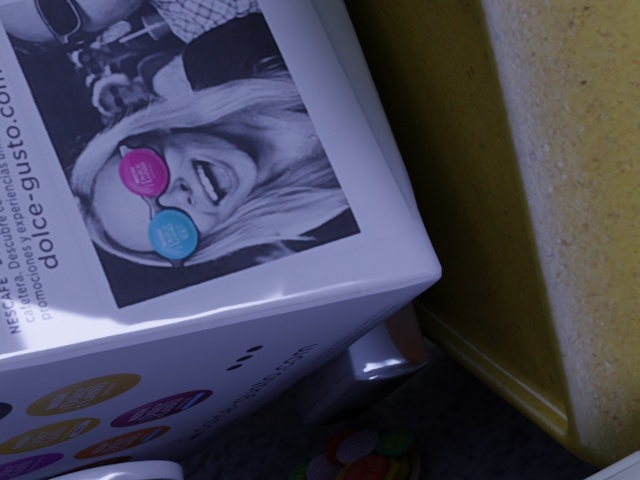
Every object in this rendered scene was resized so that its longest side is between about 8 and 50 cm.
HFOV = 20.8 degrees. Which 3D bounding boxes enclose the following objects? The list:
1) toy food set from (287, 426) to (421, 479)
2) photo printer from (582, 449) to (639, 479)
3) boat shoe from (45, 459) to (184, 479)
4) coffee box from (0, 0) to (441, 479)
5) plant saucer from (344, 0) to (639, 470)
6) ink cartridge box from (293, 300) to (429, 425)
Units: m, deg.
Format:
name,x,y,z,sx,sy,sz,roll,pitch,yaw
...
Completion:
name,x,y,z,sx,sy,sz,roll,pitch,yaw
toy food set,0.014,0.128,0.909,0.083,0.020,0.082,-10,31,35
photo printer,0.200,0.160,0.551,0.256,0.107,0.307,-28,26,7
boat shoe,-0.200,0.207,0.906,0.305,0.109,0.091,-22,64,-12
coffee box,-0.204,-0.051,0.850,0.334,0.338,0.337,-11,-16,-28
plant saucer,0.076,-0.054,0.805,0.081,0.332,0.333,-22,23,-14
ink cartridge box,0.000,0.000,0.929,0.045,0.179,0.145,-10,-13,-14
